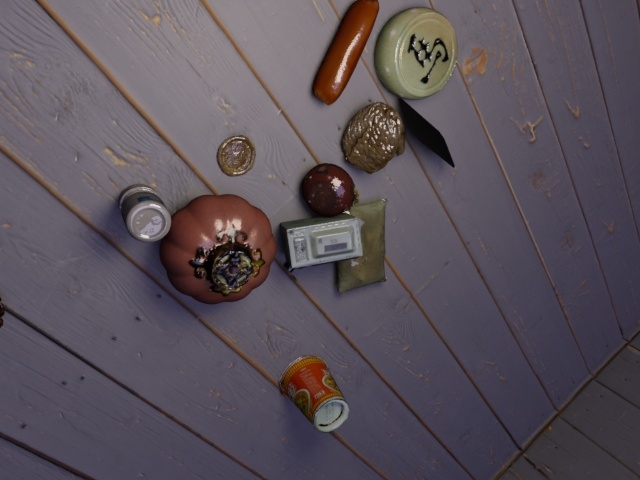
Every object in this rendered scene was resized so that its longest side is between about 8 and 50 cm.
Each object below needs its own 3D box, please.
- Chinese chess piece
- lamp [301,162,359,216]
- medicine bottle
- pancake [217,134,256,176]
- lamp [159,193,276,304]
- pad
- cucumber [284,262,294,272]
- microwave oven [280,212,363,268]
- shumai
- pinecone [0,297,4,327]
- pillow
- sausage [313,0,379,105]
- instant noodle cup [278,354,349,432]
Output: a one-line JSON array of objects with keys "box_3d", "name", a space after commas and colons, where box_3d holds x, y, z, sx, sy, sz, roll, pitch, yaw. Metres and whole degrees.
[{"box_3d": [0.276, -0.531, 1.427, 0.250, 0.101, 0.250, -12, 116, -25], "name": "Chinese chess piece"}, {"box_3d": [0.026, -0.149, 1.442, 0.156, 0.135, 0.157, -23, 109, 30], "name": "lamp"}, {"box_3d": [-0.426, -0.068, 1.207, 0.105, 0.168, 0.105, -11, 115, -24], "name": "medicine bottle"}, {"box_3d": [-0.223, -0.227, 1.344, 0.115, 0.011, 0.114, -12, 118, -24], "name": "pancake"}, {"box_3d": [-0.256, 0.031, 1.298, 0.305, 0.239, 0.305, -11, 116, -23], "name": "lamp"}, {"box_3d": [0.315, -0.248, 1.479, 0.250, 0.055, 0.323, 27, 60, -39], "name": "pad"}, {"box_3d": [-0.057, 0.040, 1.535, 0.133, 0.032, 0.032, -48, 125, -1], "name": "cucumber"}, {"box_3d": [0.000, 0.000, 1.444, 0.208, 0.162, 0.122, -10, 103, -10], "name": "microwave oven"}, {"box_3d": [0.173, -0.303, 1.463, 0.206, 0.166, 0.175, -52, 168, 32], "name": "shumai"}, {"box_3d": [-0.805, 0.182, 1.114, 0.163, 0.165, 0.162, -8, 113, -20], "name": "pinecone"}, {"box_3d": [0.133, 0.023, 1.605, 0.185, 0.075, 0.302, -11, 113, -22], "name": "pillow"}, {"box_3d": [0.067, -0.508, 1.332, 0.083, 0.089, 0.300, 20, 101, -27], "name": "sausage"}, {"box_3d": [-0.012, 0.516, 1.657, 0.193, 0.212, 0.193, -11, 115, -24], "name": "instant noodle cup"}]
